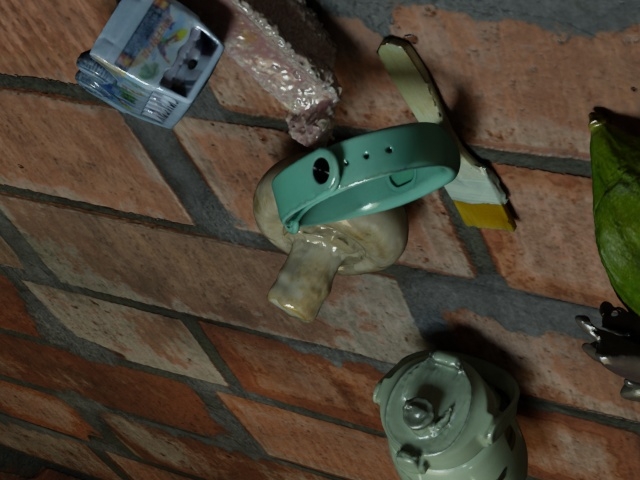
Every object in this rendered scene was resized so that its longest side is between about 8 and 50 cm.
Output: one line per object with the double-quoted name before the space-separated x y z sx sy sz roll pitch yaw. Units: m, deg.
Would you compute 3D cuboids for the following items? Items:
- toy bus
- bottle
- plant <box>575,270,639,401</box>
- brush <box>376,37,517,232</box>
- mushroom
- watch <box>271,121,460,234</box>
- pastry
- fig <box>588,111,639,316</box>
"toy bus" -0.194 -0.201 1.476 0.136 0.109 0.330 30 175 -9
"bottle" 0.194 0.278 1.995 0.229 0.229 0.351 14 158 24
"plant" 0.457 0.133 1.530 0.321 0.181 0.194 33 160 -19
"brush" 0.146 -0.118 1.524 0.085 0.020 0.336 8 148 34
"mushroom" -0.005 -0.017 1.666 0.206 0.209 0.206 42 154 27
"watch" 0.047 -0.069 1.476 0.195 0.068 0.237 -9 171 -41
"pastry" -0.058 -0.226 1.412 0.103 0.112 0.265 -3 131 48
"fig" 0.350 -0.030 1.346 0.235 0.203 0.203 42 163 28
